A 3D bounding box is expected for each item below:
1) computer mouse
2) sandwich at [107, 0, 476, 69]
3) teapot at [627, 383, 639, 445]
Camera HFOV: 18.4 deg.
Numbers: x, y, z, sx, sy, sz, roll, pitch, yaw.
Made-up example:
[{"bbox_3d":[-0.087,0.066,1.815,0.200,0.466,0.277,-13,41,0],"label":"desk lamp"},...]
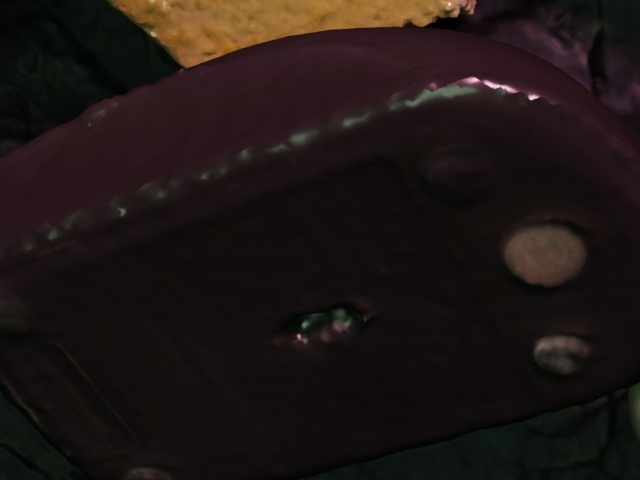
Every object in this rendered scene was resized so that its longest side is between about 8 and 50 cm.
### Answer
[{"bbox_3d":[0.000,0.000,0.731,0.269,0.100,0.170,-17,127,20],"label":"computer mouse"},{"bbox_3d":[0.006,-0.136,0.714,0.162,0.058,0.193,39,119,-21],"label":"sandwich"},{"bbox_3d":[0.263,0.058,0.638,0.318,0.220,0.149,-33,110,20],"label":"teapot"}]
